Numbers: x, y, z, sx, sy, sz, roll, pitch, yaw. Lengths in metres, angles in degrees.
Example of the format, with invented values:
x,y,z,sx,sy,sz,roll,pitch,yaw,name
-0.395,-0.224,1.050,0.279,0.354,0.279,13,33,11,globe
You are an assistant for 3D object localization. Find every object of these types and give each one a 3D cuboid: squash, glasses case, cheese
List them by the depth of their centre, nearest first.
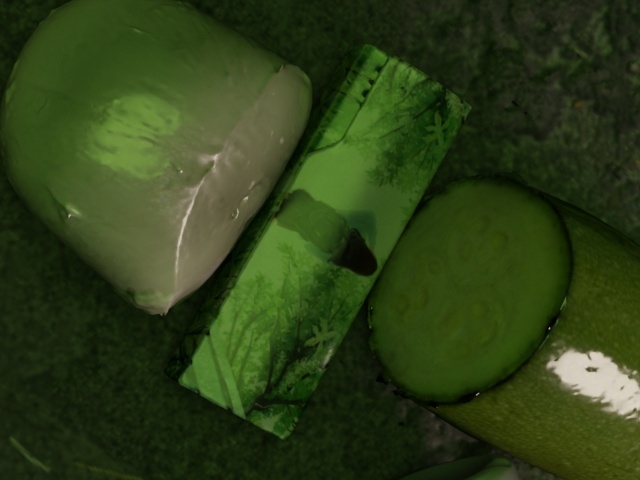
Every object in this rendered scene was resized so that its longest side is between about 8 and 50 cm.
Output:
x,y,z,sx,sy,sz,roll,pitch,yaw,name
-0.121,-0.072,0.867,0.189,0.154,0.198,33,83,0,cheese
0.000,0.000,0.914,0.095,0.062,0.272,31,84,-18,glasses case
0.183,0.079,0.960,0.261,0.189,0.189,27,83,-40,squash

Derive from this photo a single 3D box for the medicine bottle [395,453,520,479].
x,y,z,sx,sy,sz,roll,pitch,yaw,name
0.135,0.331,0.896,0.110,0.110,0.351,-18,89,-7,medicine bottle
